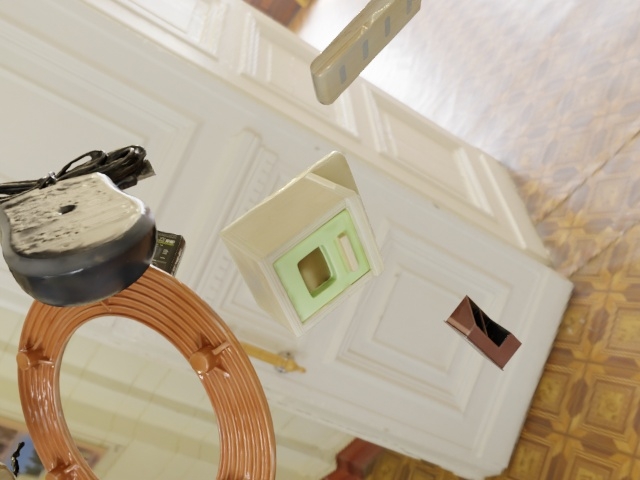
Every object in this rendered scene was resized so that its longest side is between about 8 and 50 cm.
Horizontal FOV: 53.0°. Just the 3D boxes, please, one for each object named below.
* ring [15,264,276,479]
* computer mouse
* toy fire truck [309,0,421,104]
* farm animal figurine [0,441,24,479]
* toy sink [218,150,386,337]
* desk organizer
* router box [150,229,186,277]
[{"bbox_3d":[-0.195,0.182,0.646,0.336,0.336,0.032,-51,-13,27],"label":"ring"},{"bbox_3d":[-0.219,-0.008,0.590,0.272,0.189,0.072,38,143,56],"label":"computer mouse"},{"bbox_3d":[0.038,-0.239,0.418,0.159,0.217,0.246,-12,71,23],"label":"toy fire truck"},{"bbox_3d":[-0.458,0.305,0.548,0.331,0.172,0.327,-22,0,0],"label":"farm animal figurine"},{"bbox_3d":[0.000,0.000,0.943,0.234,0.152,0.131,-37,37,-20],"label":"toy sink"},{"bbox_3d":[0.235,0.133,0.920,0.050,0.130,0.047,-52,41,-2],"label":"desk organizer"},{"bbox_3d":[-0.265,0.028,0.922,0.038,0.123,0.092,93,-169,-60],"label":"router box"}]
